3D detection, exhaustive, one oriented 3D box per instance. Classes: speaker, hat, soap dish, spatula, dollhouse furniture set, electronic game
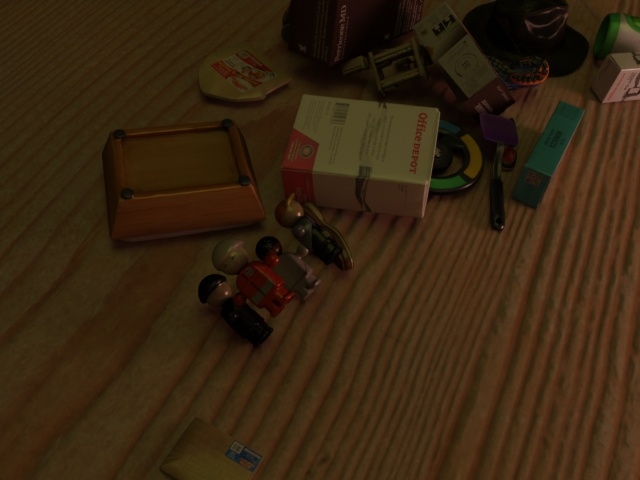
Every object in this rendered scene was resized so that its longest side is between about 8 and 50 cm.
[{"bbox_3d":[0.854,-0.485,1.737,0.296,0.131,0.131,14,51,5],"label":"speaker"},{"bbox_3d":[0.538,-0.568,1.763,0.331,0.134,0.332,3,50,-4],"label":"hat"},{"bbox_3d":[-0.267,-0.122,1.327,0.290,0.118,0.229,-8,53,-14],"label":"soap dish"},{"bbox_3d":[0.375,-0.150,1.451,0.084,0.030,0.297,10,65,-4],"label":"spatula"},{"bbox_3d":[0.167,-0.393,1.642,0.181,0.161,0.101,-15,91,22],"label":"dollhouse furniture set"},{"bbox_3d":[0.238,-0.184,1.478,0.229,0.048,0.229,3,52,-4],"label":"electronic game"}]

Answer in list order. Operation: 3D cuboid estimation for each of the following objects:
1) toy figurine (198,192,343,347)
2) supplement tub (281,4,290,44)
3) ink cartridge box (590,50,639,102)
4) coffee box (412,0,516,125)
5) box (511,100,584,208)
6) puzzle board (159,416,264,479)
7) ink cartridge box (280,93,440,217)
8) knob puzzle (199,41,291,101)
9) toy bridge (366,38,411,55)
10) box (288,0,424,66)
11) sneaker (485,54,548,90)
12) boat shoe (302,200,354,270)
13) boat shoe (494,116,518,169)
[{"bbox_3d":[-0.088,0.047,1.152,0.148,0.213,0.209,42,58,8],"label":"toy figurine"},{"bbox_3d":[-0.029,-0.558,1.709,0.106,0.106,0.198,19,53,9],"label":"supplement tub"},{"bbox_3d":[0.747,-0.394,1.661,0.150,0.109,0.063,-9,57,-13],"label":"ink cartridge box"},{"bbox_3d":[0.325,-0.399,1.565,0.098,0.141,0.247,-36,60,20],"label":"coffee box"},{"bbox_3d":[0.487,-0.186,1.474,0.060,0.101,0.244,26,53,16],"label":"box"},{"bbox_3d":[-0.163,0.337,1.043,0.128,0.011,0.096,26,52,13],"label":"puzzle board"},{"bbox_3d":[0.083,-0.168,1.372,0.282,0.117,0.207,8,56,9],"label":"ink cartridge box"},{"bbox_3d":[-0.194,-0.371,1.590,0.213,0.030,0.213,4,52,-4],"label":"knob puzzle"},{"bbox_3d":[0.142,-0.488,1.722,0.188,0.026,0.063,9,51,2],"label":"toy bridge"},{"bbox_3d":[0.098,-0.565,1.627,0.143,0.191,0.381,32,45,27],"label":"box"},{"bbox_3d":[0.428,-0.390,1.650,0.221,0.087,0.083,9,82,17],"label":"sneaker"},{"bbox_3d":[0.000,0.000,1.299,0.060,0.064,0.178,-26,52,-18],"label":"boat shoe"},{"bbox_3d":[0.415,-0.214,1.524,0.049,0.043,0.137,14,53,2],"label":"boat shoe"}]
